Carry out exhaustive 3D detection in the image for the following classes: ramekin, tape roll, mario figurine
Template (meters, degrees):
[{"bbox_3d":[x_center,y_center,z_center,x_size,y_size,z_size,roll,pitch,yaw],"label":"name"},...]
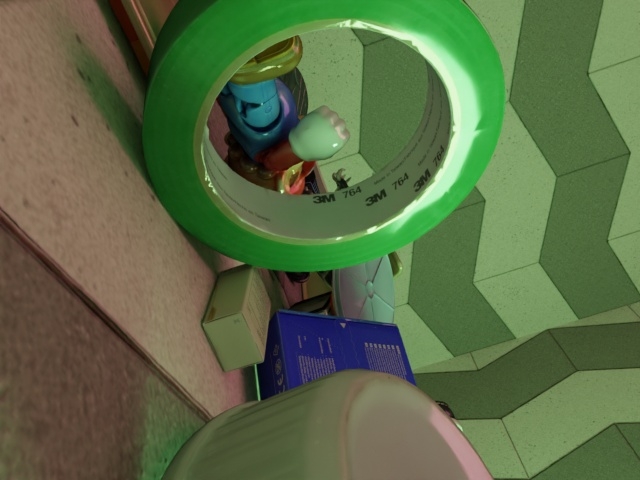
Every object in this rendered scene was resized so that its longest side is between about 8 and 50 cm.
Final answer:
[{"bbox_3d":[0.034,0.206,0.348,0.273,0.127,0.273,43,23,-23],"label":"ramekin"},{"bbox_3d":[0.003,-0.106,0.522,0.321,0.321,0.077,66,9,-45],"label":"tape roll"},{"bbox_3d":[-0.054,-0.161,0.683,0.320,0.170,0.198,86,2,-66],"label":"mario figurine"}]

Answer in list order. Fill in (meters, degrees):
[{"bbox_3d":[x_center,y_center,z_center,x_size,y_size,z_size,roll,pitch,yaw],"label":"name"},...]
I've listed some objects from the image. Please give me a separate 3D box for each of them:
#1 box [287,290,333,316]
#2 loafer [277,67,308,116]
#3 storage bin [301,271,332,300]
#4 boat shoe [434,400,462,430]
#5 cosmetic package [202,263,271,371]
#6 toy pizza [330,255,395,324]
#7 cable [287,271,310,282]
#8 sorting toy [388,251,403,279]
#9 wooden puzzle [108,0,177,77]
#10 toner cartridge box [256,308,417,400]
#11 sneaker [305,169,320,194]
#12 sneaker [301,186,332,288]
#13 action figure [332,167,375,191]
[{"bbox_3d":[0.007,0.177,0.850,0.290,0.087,0.169,0,71,-84],"label":"box"},{"bbox_3d":[-0.106,-0.350,1.254,0.302,0.095,0.109,29,68,-74],"label":"loafer"},{"bbox_3d":[0.060,0.179,1.176,0.260,0.123,0.262,-100,171,-57],"label":"storage bin"},{"bbox_3d":[0.090,0.275,0.762,0.302,0.114,0.091,121,-26,-45],"label":"boat shoe"},{"bbox_3d":[-0.081,0.074,0.566,0.115,0.041,0.060,-92,163,-70],"label":"cosmetic package"},{"bbox_3d":[0.058,0.073,0.811,0.201,0.032,0.201,24,62,-57],"label":"toy pizza"},{"bbox_3d":[-0.049,0.000,1.079,0.184,0.047,0.150,-84,155,-78],"label":"cable"},{"bbox_3d":[0.079,0.026,1.414,0.041,0.229,0.307,20,35,-40],"label":"sorting toy"},{"bbox_3d":[-0.182,-0.239,0.626,0.221,0.044,0.238,-97,172,-64],"label":"wooden puzzle"},{"bbox_3d":[0.038,0.238,0.554,0.075,0.165,0.347,-56,-146,38],"label":"toner cartridge box"},{"bbox_3d":[-0.036,-0.127,1.427,0.232,0.081,0.090,52,13,-77],"label":"sneaker"},{"bbox_3d":[0.000,0.000,0.922,0.275,0.107,0.110,46,-16,3],"label":"sneaker"},{"bbox_3d":[0.068,-0.084,1.294,0.141,0.276,0.164,-100,170,-50],"label":"action figure"}]
